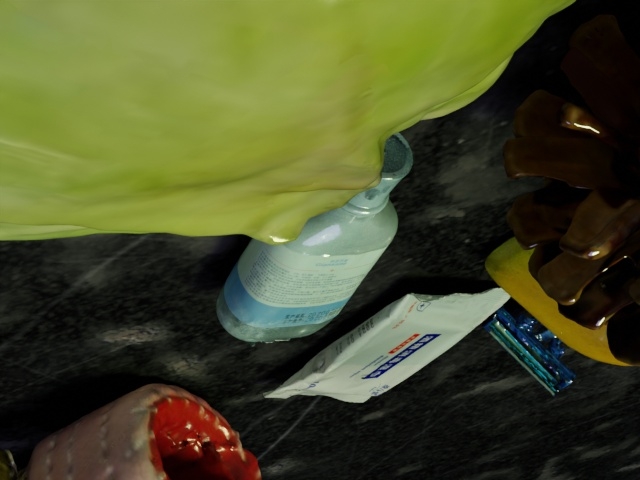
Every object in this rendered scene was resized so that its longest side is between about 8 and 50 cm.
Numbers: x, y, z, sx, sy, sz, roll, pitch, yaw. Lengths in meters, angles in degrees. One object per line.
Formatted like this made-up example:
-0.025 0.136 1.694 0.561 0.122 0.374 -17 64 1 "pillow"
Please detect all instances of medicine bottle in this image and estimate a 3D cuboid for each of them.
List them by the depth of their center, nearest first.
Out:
0.000 0.000 0.935 0.090 0.054 0.208 -3 149 -27 "medicine bottle"

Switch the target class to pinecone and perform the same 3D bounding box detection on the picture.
0.219 -0.037 0.829 0.229 0.202 0.201 -47 126 -22 "pinecone"

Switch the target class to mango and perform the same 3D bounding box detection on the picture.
0.218 0.043 1.096 0.187 0.066 0.101 23 120 -6 "mango"

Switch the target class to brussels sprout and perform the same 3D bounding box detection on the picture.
-0.057 -0.132 0.419 0.328 0.247 0.328 -13 170 -2 "brussels sprout"

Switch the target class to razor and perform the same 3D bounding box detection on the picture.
0.267 0.002 1.137 0.324 0.093 0.056 -44 -175 36 "razor"

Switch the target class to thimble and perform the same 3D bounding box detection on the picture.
-0.137 0.207 1.133 0.125 0.163 0.189 -30 160 17 "thimble"

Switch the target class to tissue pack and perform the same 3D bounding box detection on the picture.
0.056 0.088 1.184 0.122 0.026 0.193 8 144 -45 "tissue pack"

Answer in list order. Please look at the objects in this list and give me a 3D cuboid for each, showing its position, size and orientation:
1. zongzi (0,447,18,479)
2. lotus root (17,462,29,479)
-0.325 0.180 1.045 0.184 0.084 0.187 -15 157 -1 "zongzi"
-0.217 0.209 1.216 0.099 0.049 0.054 2 146 -49 "lotus root"
